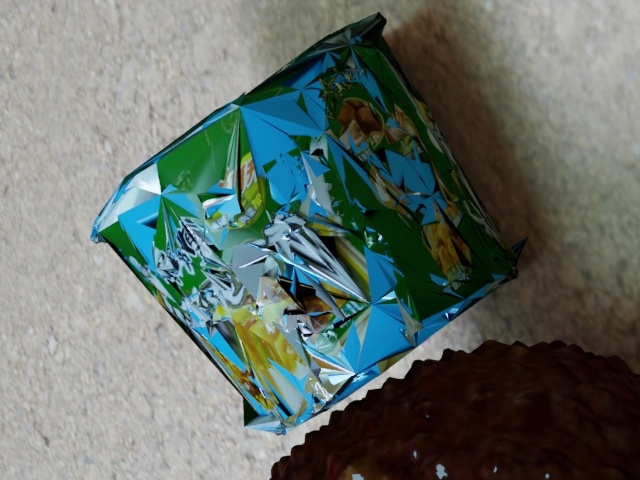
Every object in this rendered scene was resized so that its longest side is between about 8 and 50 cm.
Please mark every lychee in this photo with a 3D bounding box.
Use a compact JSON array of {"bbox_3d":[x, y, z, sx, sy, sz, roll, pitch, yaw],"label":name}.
[{"bbox_3d":[0.104,0.194,1.036,0.304,0.276,0.275,4,114,20],"label":"lychee"}]

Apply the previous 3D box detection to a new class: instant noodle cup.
[{"bbox_3d":[0.000,0.000,1.117,0.178,0.240,0.240,54,142,4],"label":"instant noodle cup"}]
